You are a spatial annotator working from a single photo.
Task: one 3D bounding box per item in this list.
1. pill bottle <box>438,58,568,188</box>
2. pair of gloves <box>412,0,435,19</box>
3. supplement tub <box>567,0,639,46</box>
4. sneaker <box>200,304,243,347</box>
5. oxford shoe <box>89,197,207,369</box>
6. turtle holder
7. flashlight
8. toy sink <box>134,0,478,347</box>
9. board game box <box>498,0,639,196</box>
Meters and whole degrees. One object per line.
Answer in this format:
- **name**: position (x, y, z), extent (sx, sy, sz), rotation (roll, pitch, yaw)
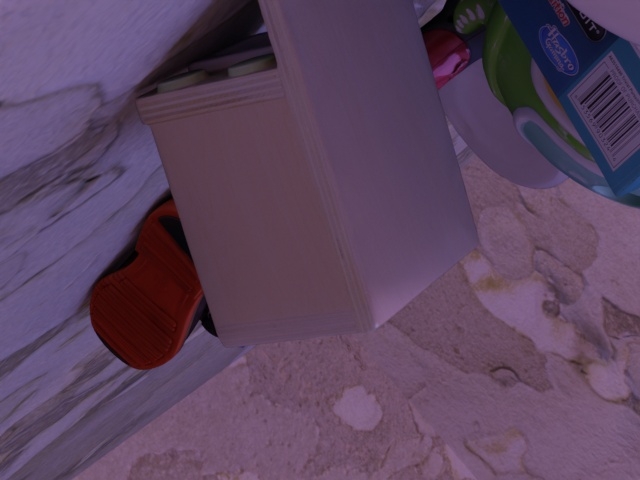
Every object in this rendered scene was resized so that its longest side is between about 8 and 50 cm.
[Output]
- **pill bottle**: position (0.314, -0.235, 1.943), extent (0.361, 0.204, 0.204), rotation (-39, 175, -22)
- **pair of gloves**: position (0.111, -0.224, 1.370), extent (0.240, 0.042, 0.204), rotation (-37, 172, -35)
- **supplement tub**: position (0.267, -0.275, 0.970), extent (0.331, 0.241, 0.241), rotation (-38, 175, -31)
- **sneaker**: position (0.000, 0.000, 1.679), extent (0.130, 0.147, 0.330), rotation (-47, -177, 42)
- **oxford shoe**: position (-0.127, 0.031, 1.579), extent (0.098, 0.097, 0.271), rotation (-45, 179, -38)
- **turtle holder**: position (0.261, -0.155, 1.374), extent (0.243, 0.227, 0.320), rotation (-25, 152, -8)
- **flashlight**: position (0.093, -0.150, 1.550), extent (0.304, 0.103, 0.103), rotation (-39, 148, 1)
- **toy sink**: position (-0.015, -0.071, 1.122), extent (0.131, 0.234, 0.153), rotation (-8, -164, 33)
- **board game box**: position (0.262, -0.188, 1.155), extent (0.336, 0.254, 0.079), rotation (-17, 161, -37)
